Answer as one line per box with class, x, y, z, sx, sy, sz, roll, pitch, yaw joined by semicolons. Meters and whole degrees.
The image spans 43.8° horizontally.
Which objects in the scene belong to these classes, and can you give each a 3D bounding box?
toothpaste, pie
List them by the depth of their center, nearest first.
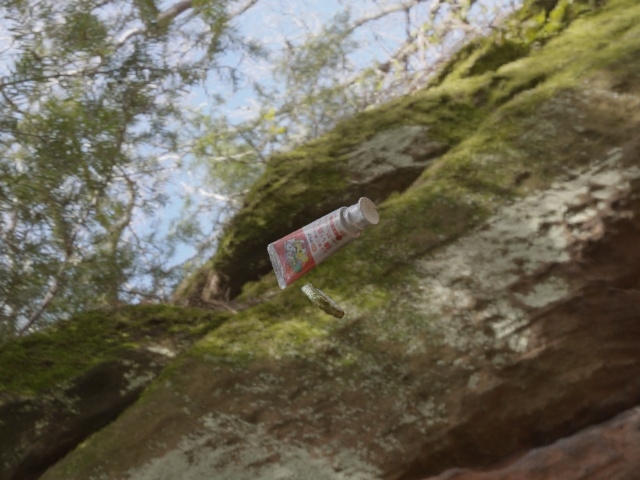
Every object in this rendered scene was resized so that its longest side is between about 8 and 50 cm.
pie;0.004;0.099;1.293;0.020;0.084;0.084;-51;-48;3
toothpaste;0.000;0.000;1.397;0.057;0.234;0.089;4;-118;-50
